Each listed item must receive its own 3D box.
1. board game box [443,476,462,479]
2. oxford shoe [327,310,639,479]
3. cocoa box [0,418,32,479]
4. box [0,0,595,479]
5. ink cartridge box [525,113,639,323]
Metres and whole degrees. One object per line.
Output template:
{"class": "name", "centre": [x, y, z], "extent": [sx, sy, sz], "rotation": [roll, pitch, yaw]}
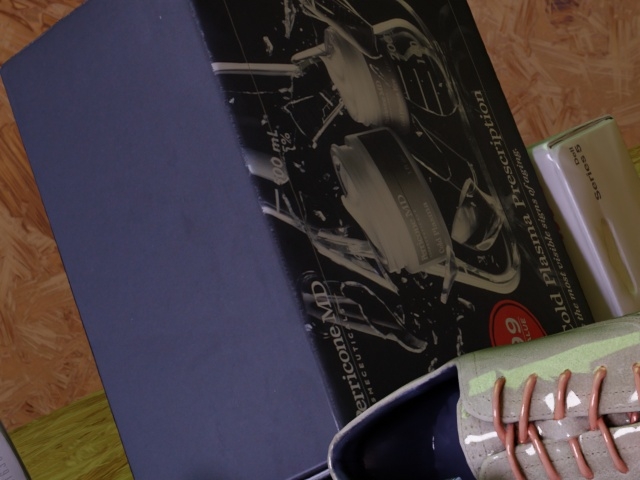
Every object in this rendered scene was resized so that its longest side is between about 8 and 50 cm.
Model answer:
{"class": "board game box", "centre": [-0.031, 0.180, 0.900], "extent": [0.136, 0.035, 0.201], "rotation": [-22, 7, 46]}
{"class": "oxford shoe", "centre": [0.152, 0.102, 0.963], "extent": [0.146, 0.140, 0.397], "rotation": [-1, -14, -33]}
{"class": "cocoa box", "centre": [-0.332, 0.274, 1.332], "extent": [0.228, 0.231, 0.347], "rotation": [-30, 6, -33]}
{"class": "box", "centre": [0.000, 0.000, 1.305], "extent": [0.179, 0.343, 0.312], "rotation": [-30, -16, 37]}
{"class": "ink cartridge box", "centre": [0.131, 0.046, 1.500], "extent": [0.273, 0.198, 0.115], "rotation": [-21, 2, 38]}
